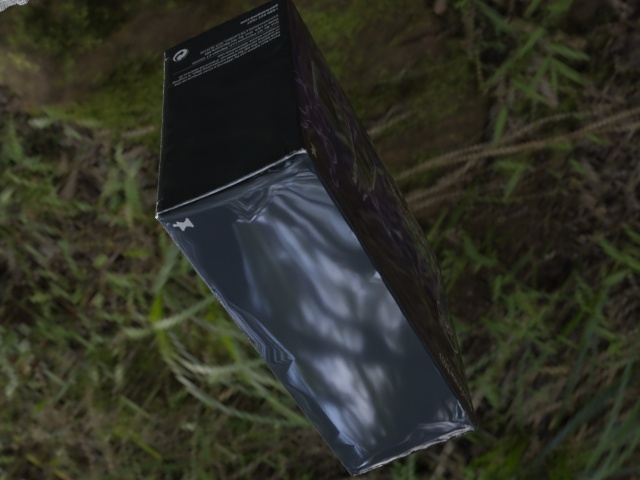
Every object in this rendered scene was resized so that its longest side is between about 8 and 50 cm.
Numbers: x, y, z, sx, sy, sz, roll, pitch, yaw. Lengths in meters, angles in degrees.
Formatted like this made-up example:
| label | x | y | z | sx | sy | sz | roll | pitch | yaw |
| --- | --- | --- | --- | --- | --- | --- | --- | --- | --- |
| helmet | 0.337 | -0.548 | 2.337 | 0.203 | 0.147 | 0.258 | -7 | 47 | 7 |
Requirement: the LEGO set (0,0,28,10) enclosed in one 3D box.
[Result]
| label | x | y | z | sx | sy | sz | roll | pitch | yaw |
| --- | --- | --- | --- | --- | --- | --- | --- | --- | --- |
| LEGO set | -0.164 | -0.003 | 0.399 | 0.060 | 0.182 | 0.244 | 28 | 173 | -11 |

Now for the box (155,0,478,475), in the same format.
| label | x | y | z | sx | sy | sz | roll | pitch | yaw |
| --- | --- | --- | --- | --- | --- | --- | --- | --- | --- |
| box | 0.000 | 0.000 | 0.798 | 0.103 | 0.184 | 0.261 | -22 | 128 | 15 |
